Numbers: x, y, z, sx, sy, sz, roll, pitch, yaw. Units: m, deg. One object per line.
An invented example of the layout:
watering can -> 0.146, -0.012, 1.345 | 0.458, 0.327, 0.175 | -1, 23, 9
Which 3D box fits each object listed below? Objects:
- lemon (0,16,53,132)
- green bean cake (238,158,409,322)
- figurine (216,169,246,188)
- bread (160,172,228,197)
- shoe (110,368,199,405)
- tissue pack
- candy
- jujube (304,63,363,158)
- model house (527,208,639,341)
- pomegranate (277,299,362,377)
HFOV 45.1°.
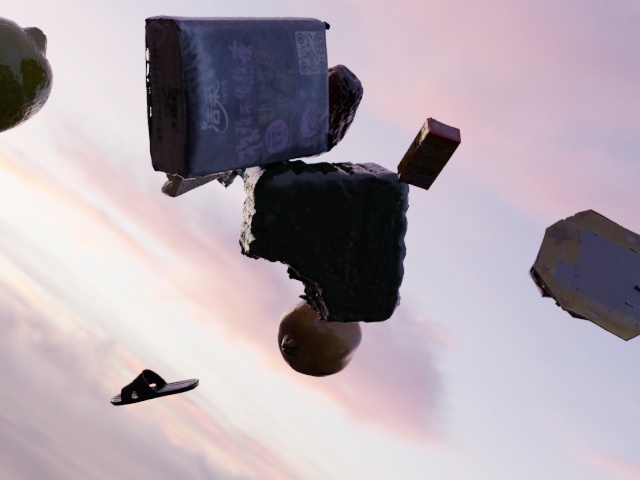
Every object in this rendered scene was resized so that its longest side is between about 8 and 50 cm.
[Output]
lemon -> -0.552, -0.264, 1.263 | 0.184, 0.248, 0.184 | 55, -4, 6
green bean cake -> 0.000, 0.000, 1.473 | 0.308, 0.300, 0.169 | 0, 16, -18
figurine -> -0.198, -0.252, 2.160 | 0.110, 0.245, 0.138 | 45, -6, 28
bread -> -0.312, -0.153, 1.926 | 0.152, 0.105, 0.077 | 9, 9, -43
shoe -> -0.289, 0.245, 1.333 | 0.160, 0.053, 0.062 | -10, 11, 7
tissue pack -> -0.129, -0.257, 1.330 | 0.122, 0.361, 0.259 | 12, -69, 40
candy -> 0.182, -0.144, 1.298 | 0.062, 0.038, 0.122 | 17, -46, -15
jujube -> -0.007, -0.274, 1.615 | 0.168, 0.168, 0.236 | 40, -50, -17
model house -> 0.411, 0.070, 1.243 | 0.220, 0.207, 0.136 | 22, -30, -8
pomegranate -> -0.001, 0.224, 1.851 | 0.209, 0.209, 0.209 | 28, -22, 12
